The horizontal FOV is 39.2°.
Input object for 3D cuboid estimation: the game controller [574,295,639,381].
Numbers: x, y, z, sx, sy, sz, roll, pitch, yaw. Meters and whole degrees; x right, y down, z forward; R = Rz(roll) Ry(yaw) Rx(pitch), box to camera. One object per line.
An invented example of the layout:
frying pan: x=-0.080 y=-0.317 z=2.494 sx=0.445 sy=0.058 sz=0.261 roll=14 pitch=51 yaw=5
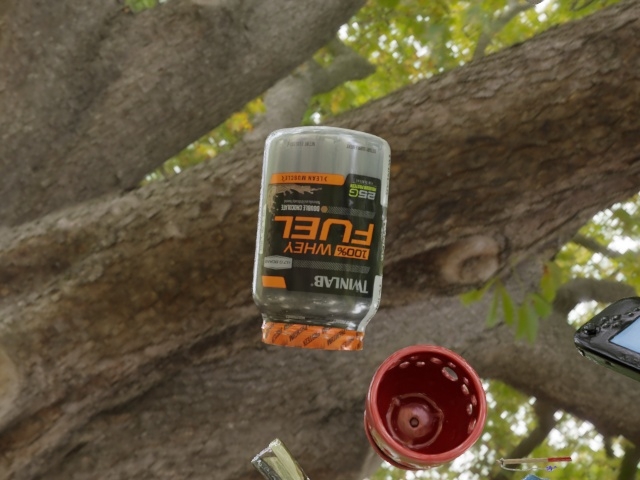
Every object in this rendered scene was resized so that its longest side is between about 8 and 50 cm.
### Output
game controller: x=0.563 y=0.172 z=1.430 sx=0.319 sy=0.166 sz=0.067 roll=24 pitch=-32 yaw=54

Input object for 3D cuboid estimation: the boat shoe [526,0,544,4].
boat shoe: x=0.212 y=-0.297 z=0.955 sx=0.100 sy=0.035 sz=0.035 roll=52 pitch=-31 yaw=3

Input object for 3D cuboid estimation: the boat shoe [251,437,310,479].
boat shoe: x=-0.036 y=0.427 z=1.455 sx=0.223 sy=0.073 sz=0.080 roll=54 pitch=-4 yaw=29

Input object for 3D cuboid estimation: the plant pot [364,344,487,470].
plant pot: x=0.167 y=0.285 z=1.492 sx=0.191 sy=0.191 sz=0.174 roll=41 pitch=-18 yaw=14

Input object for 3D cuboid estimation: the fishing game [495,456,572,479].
fishing game: x=0.348 y=0.486 z=1.568 sx=0.041 sy=0.189 sz=0.264 roll=-106 pitch=-160 yaw=-61

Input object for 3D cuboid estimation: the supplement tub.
supplement tub: x=0.000 y=0.000 z=1.436 sx=0.207 sy=0.207 sz=0.338 roll=-1 pitch=-96 yaw=52
